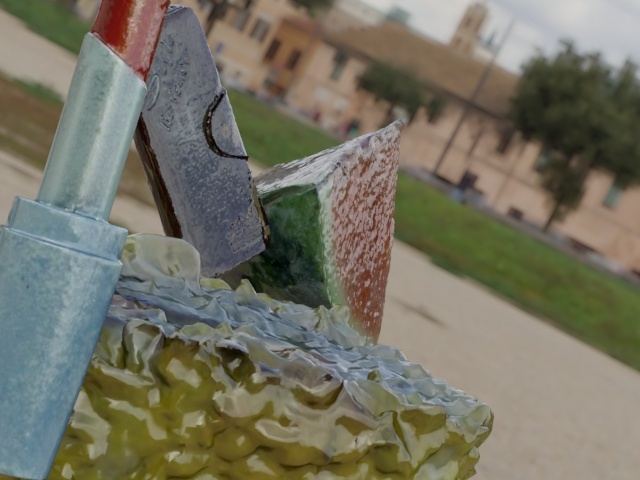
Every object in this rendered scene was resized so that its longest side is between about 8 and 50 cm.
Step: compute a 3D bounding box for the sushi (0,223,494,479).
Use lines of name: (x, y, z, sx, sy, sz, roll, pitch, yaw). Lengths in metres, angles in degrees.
sushi: (-0.115, 0.139, 1.294, 0.397, 0.240, 0.351, 16, 8, -24)

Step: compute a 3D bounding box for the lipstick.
lipstick: (-0.131, -0.013, 0.965, 0.068, 0.274, 0.061, 17, -1, -16)

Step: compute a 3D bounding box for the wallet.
wallet: (-0.111, -0.084, 1.572, 0.031, 0.232, 0.122, -8, 17, 40)

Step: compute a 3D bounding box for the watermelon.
watermelon: (0.000, 0.000, 1.792, 0.193, 0.231, 0.310, -18, -34, 21)
